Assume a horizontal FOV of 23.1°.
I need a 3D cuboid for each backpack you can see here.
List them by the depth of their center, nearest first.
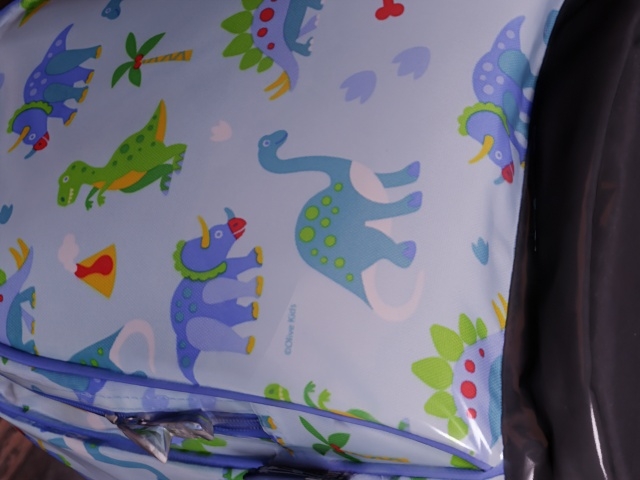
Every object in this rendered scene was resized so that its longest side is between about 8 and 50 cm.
[{"bbox_3d":[0.000,0.000,0.665,0.355,0.273,0.290,-5,65,47],"label":"backpack"}]
